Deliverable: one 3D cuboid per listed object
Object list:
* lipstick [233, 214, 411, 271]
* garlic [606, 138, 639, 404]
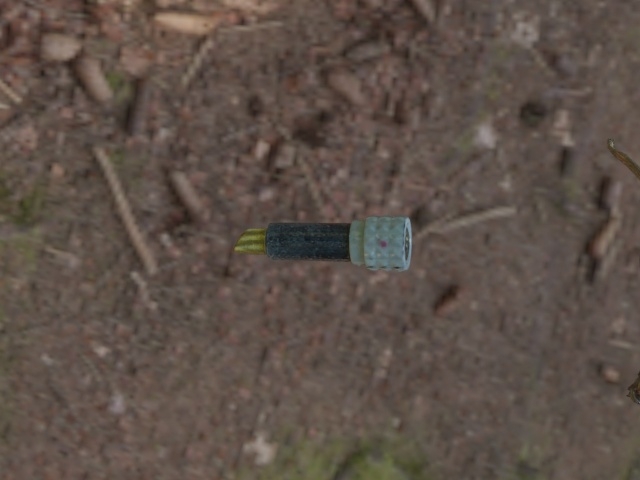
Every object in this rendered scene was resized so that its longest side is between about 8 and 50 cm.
[{"bbox_3d":[0.000,0.000,1.092,0.037,0.116,0.037,2,90,-77],"label":"lipstick"},{"bbox_3d":[0.289,0.039,1.322,0.207,0.256,0.207,-37,146,-32],"label":"garlic"}]
